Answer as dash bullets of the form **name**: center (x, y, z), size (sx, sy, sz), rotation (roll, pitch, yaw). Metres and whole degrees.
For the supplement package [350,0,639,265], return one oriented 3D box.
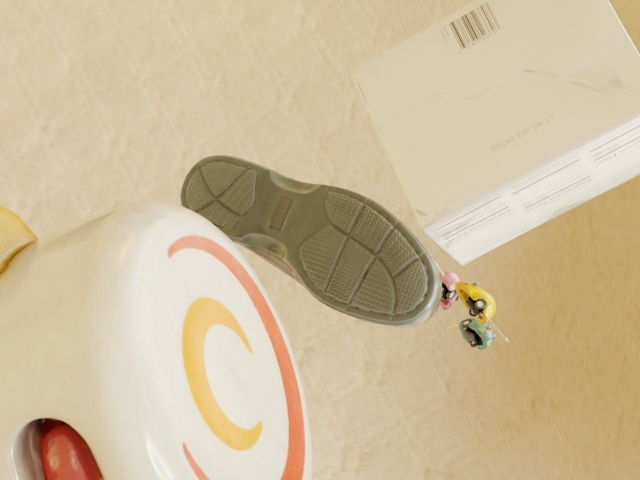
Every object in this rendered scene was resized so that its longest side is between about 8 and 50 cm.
- **supplement package**: center (0.201, -0.134, 1.286), size (0.262, 0.145, 0.204), rotation (-28, 65, 13)

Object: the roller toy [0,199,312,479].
- **roller toy**: center (-0.107, 0.087, 0.613), size (0.146, 0.209, 0.191), rotation (-19, 60, 20)

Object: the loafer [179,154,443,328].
- **loafer**: center (0.000, 0.000, 1.086), size (0.267, 0.084, 0.096), rotation (28, 86, 28)

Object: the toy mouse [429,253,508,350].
- **toy mouse**: center (0.190, 0.089, 1.640), size (0.031, 0.143, 0.161), rotation (-32, 72, -19)
